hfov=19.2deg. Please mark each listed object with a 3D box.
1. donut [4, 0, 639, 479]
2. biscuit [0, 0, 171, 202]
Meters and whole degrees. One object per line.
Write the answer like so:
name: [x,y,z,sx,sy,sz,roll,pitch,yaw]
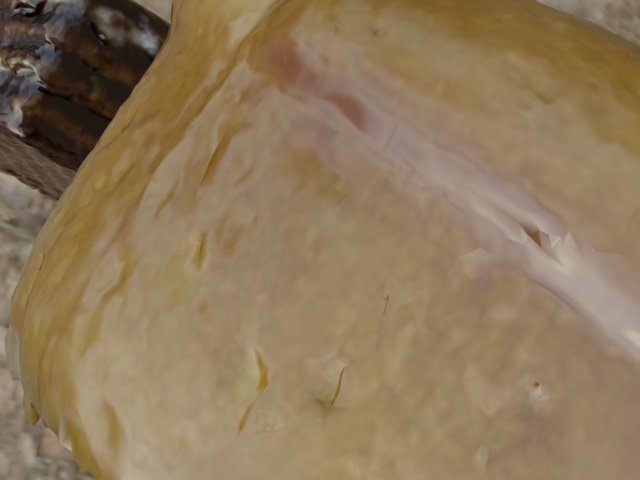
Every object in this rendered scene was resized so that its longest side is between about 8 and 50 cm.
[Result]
donut: [0.068,0.057,0.477,0.150,0.317,0.299,-52,22,-2]
biscuit: [0.000,0.000,0.823,0.107,0.388,0.073,14,76,51]
